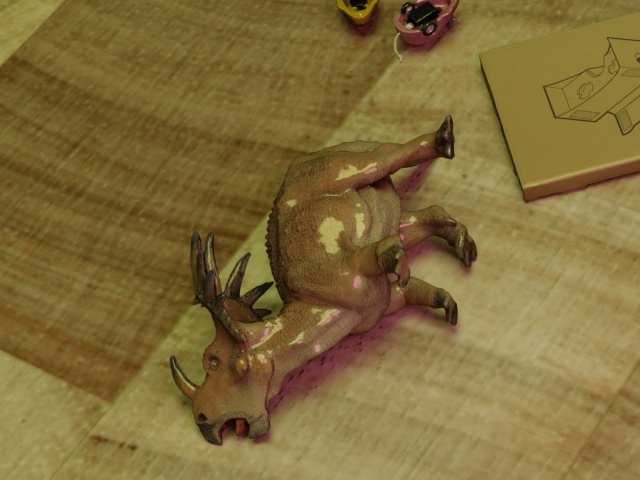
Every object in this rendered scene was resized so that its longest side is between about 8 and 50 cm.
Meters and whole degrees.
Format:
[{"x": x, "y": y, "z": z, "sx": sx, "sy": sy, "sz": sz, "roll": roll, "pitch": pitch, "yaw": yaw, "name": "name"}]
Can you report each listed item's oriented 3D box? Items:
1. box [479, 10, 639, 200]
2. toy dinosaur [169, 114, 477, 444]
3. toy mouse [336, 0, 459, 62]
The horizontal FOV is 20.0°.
[{"x": 0.241, "y": -0.118, "z": 1.458, "sx": 0.201, "sy": 0.021, "sz": 0.164, "roll": -15, "pitch": 48, "yaw": 2, "name": "box"}, {"x": 0.000, "y": 0.000, "z": 1.356, "sx": 0.200, "sy": 0.127, "sz": 0.295, "roll": -2, "pitch": 44, "yaw": 22, "name": "toy dinosaur"}, {"x": 0.086, "y": -0.213, "z": 1.572, "sx": 0.143, "sy": 0.031, "sz": 0.161, "roll": -15, "pitch": 48, "yaw": 1, "name": "toy mouse"}]
